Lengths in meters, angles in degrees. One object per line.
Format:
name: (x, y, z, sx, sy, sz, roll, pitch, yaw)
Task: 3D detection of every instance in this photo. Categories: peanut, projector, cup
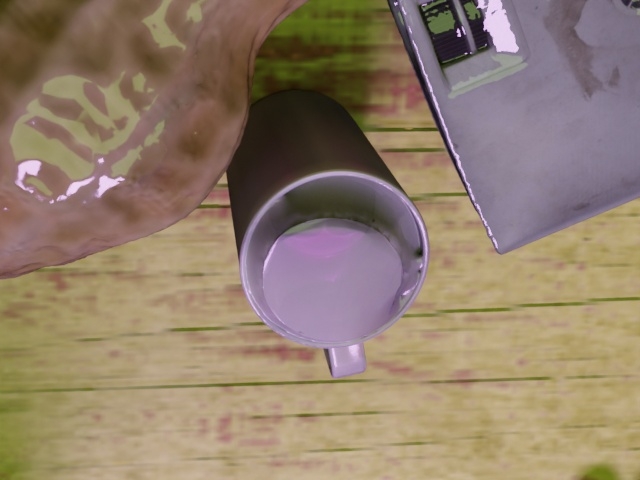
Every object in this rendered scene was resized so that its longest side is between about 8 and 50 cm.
peanut: (-0.059, -0.094, 0.722, 0.298, 0.120, 0.136, -44, 83, 11)
projector: (0.095, -0.084, 0.794, 0.115, 0.061, 0.147, -23, 117, 0)
cup: (0.000, 0.000, 0.786, 0.074, 0.116, 0.104, -14, 116, -4)
